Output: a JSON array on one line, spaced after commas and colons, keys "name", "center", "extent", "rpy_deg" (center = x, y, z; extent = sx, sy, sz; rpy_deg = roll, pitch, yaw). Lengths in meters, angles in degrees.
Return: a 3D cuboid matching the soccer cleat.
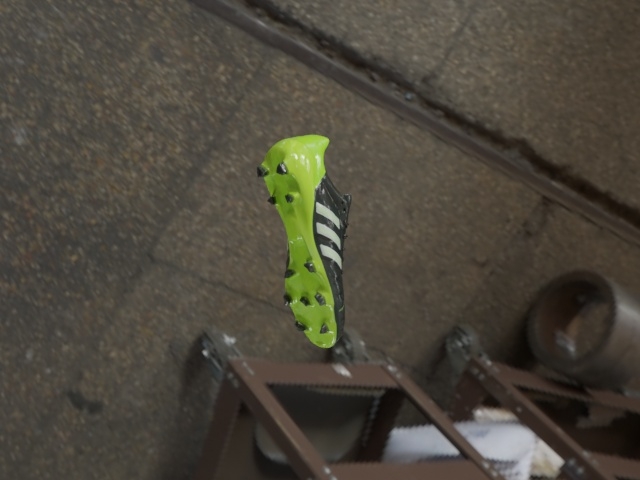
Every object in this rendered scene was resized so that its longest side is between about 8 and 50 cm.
[{"name": "soccer cleat", "center": [0.000, 0.000, 0.991], "extent": [0.072, 0.060, 0.179], "rpy_deg": [-24, 110, -41]}]
